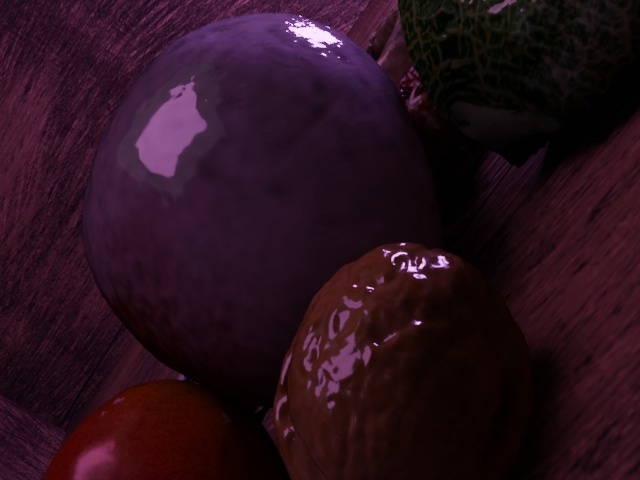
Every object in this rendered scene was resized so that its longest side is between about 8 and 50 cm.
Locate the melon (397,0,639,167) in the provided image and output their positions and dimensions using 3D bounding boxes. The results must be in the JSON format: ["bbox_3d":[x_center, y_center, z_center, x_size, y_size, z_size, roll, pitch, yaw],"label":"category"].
[{"bbox_3d":[0.217,-0.247,0.694,0.331,0.226,0.343,12,59,29],"label":"melon"}]

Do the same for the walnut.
[{"bbox_3d":[0.048,0.095,0.499,0.155,0.155,0.184,-40,20,53],"label":"walnut"}]

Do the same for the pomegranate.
[{"bbox_3d":[-0.132,0.222,0.739,0.221,0.221,0.256,-46,8,39],"label":"pomegranate"}]

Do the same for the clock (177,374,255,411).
[{"bbox_3d":[-0.151,0.194,1.180,0.318,0.080,0.318,-53,12,17],"label":"clock"}]

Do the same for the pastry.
[{"bbox_3d":[0.113,-0.101,0.822,0.097,0.115,0.208,-101,31,-57],"label":"pastry"}]

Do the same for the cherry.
[{"bbox_3d":[-0.038,-0.028,0.707,0.335,0.292,0.326,20,98,47],"label":"cherry"}]

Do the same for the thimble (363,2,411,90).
[{"bbox_3d":[0.110,-0.174,0.976,0.196,0.148,0.229,-57,9,6],"label":"thimble"}]
